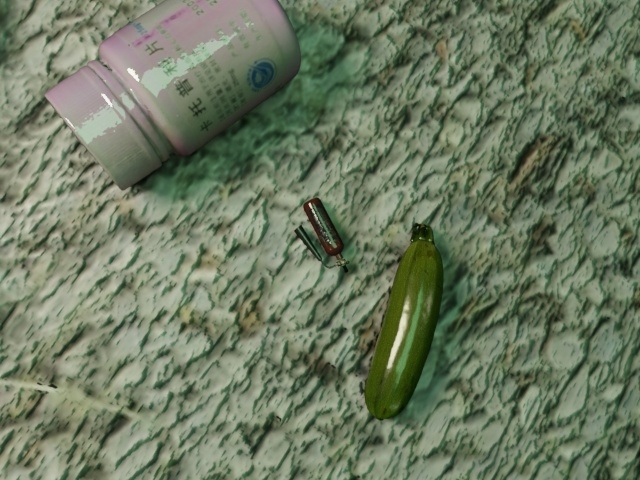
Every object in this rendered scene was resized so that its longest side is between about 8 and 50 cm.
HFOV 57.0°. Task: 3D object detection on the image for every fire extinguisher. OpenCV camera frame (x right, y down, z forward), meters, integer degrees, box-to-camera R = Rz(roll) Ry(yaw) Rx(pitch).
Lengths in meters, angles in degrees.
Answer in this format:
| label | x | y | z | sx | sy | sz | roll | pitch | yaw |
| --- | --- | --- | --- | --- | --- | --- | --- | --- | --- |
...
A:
| label | x | y | z | sx | sy | sz | roll | pitch | yaw |
| --- | --- | --- | --- | --- | --- | --- | --- | --- | --- |
| fire extinguisher | 0.000 | -0.001 | 0.733 | 0.046 | 0.032 | 0.100 | -24 | 84 | -24 |

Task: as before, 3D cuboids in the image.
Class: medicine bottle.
| label | x | y | z | sx | sy | sz | roll | pitch | yaw |
| --- | --- | --- | --- | --- | --- | --- | --- | --- | --- |
| medicine bottle | -0.158 | -0.179 | 0.658 | 0.254 | 0.152 | 0.152 | -41 | 93 | -13 |

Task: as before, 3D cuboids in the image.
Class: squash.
| label | x | y | z | sx | sy | sz | roll | pitch | yaw |
| --- | --- | --- | --- | --- | --- | --- | --- | --- | --- |
| squash | 0.110 | 0.098 | 0.729 | 0.066 | 0.066 | 0.251 | 17 | 81 | -10 |
